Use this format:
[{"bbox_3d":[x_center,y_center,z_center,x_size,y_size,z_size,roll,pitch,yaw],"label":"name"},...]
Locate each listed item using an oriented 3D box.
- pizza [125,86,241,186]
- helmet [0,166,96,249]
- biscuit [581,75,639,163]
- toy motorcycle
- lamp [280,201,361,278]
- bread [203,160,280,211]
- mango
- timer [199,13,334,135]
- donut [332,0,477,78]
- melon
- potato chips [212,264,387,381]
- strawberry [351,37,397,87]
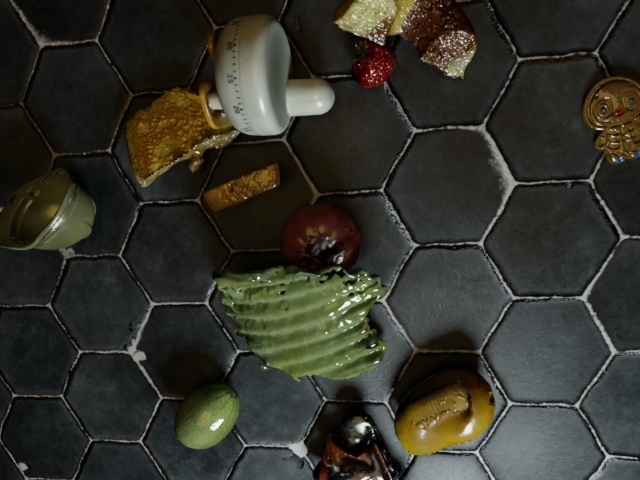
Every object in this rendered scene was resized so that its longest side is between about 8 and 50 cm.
[{"bbox_3d":[-0.305,-0.249,1.088,0.296,0.071,0.189,-25,83,9],"label":"pizza"},{"bbox_3d":[-0.625,-0.051,1.139,0.257,0.137,0.204,-12,61,26],"label":"helmet"},{"bbox_3d":[0.605,-0.246,0.971,0.124,0.026,0.175,-19,96,12],"label":"biscuit"},{"bbox_3d":[0.116,0.608,1.141,0.207,0.134,0.401,-30,93,13],"label":"toy motorcycle"},{"bbox_3d":[0.000,0.000,1.056,0.181,0.140,0.182,0,118,0],"label":"lamp"},{"bbox_3d":[-0.164,-0.120,1.071,0.187,0.103,0.065,-23,96,10],"label":"bread"},{"bbox_3d":[0.277,0.390,1.073,0.248,0.156,0.151,-41,128,14],"label":"mango"},{"bbox_3d":[-0.101,-0.326,0.962,0.239,0.233,0.234,1,100,12],"label":"timer"},{"bbox_3d":[0.188,-0.450,0.934,0.294,0.112,0.151,18,71,-16],"label":"donut"},{"bbox_3d":[-0.279,0.428,1.166,0.192,0.139,0.139,-43,91,9],"label":"melon"},{"bbox_3d":[-0.048,0.173,1.076,0.388,0.097,0.373,1,129,11],"label":"potato chips"},{"bbox_3d":[0.112,-0.366,0.992,0.106,0.106,0.106,1,100,8],"label":"strawberry"}]
